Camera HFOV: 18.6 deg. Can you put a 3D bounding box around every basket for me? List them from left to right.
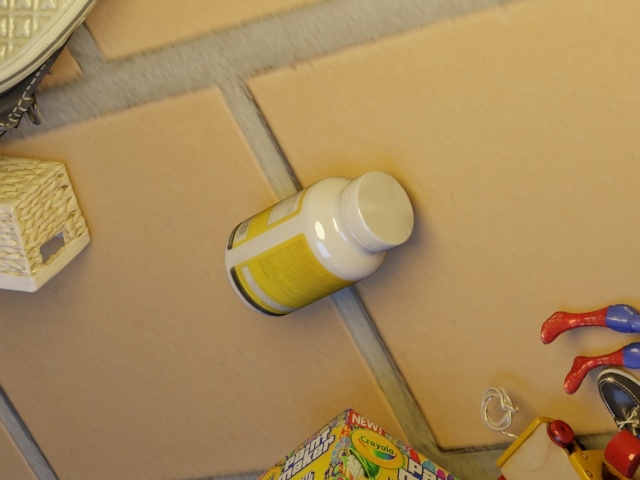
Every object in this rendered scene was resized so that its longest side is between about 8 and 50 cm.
[{"bbox_3d":[-0.347,-0.024,2.066,0.167,0.113,0.103,6,124,29],"label":"basket"}]

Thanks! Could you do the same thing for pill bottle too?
[{"bbox_3d":[0.000,0.000,1.866,0.184,0.103,0.103,-26,107,43],"label":"pill bottle"}]

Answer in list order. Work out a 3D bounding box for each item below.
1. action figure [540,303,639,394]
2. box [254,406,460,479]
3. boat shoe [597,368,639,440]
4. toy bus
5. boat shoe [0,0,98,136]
[{"bbox_3d":[0.321,0.107,1.724,0.280,0.139,0.091,-12,117,36],"label":"action figure"},{"bbox_3d":[0.069,0.373,1.915,0.290,0.279,0.177,34,126,-20],"label":"box"},{"bbox_3d":[0.303,0.177,1.851,0.046,0.038,0.125,-25,108,42],"label":"boat shoe"},{"bbox_3d":[0.253,0.248,1.886,0.191,0.104,0.202,4,91,44],"label":"toy bus"},{"bbox_3d":[-0.355,-0.181,1.909,0.500,0.156,0.187,-43,75,25],"label":"boat shoe"}]
